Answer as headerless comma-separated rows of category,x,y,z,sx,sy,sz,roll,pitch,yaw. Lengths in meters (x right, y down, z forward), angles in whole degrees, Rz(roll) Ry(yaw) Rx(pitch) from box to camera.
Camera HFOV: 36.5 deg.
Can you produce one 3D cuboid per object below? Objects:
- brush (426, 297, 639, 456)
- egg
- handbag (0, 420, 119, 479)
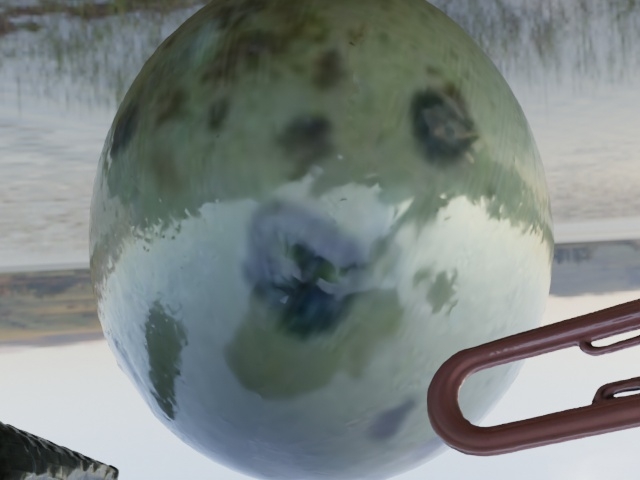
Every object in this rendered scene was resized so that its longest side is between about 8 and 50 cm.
brush,0.162,0.052,0.454,0.233,0.103,0.047,-15,137,11
egg,0.000,0.000,0.724,0.345,0.345,0.428,-3,151,-2
handbag,-0.285,0.215,0.681,0.270,0.088,0.175,-29,151,-3
